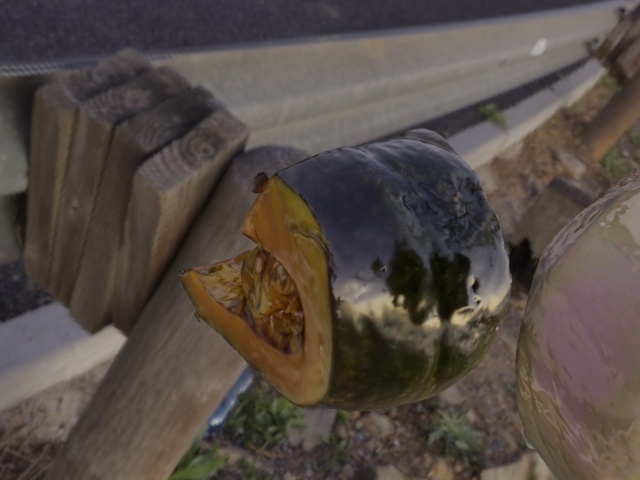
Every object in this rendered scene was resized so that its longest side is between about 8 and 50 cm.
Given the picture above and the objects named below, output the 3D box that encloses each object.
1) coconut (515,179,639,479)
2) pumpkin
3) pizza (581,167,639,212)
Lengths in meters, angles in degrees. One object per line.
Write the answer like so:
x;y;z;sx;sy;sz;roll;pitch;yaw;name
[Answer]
0.206;0.072;0.466;0.197;0.237;0.237;-18;45;-6;coconut
-0.001;0.000;0.699;0.139;0.190;0.280;-18;33;-29;pumpkin
0.343;-0.048;0.971;0.178;0.131;0.041;-33;104;-25;pizza
